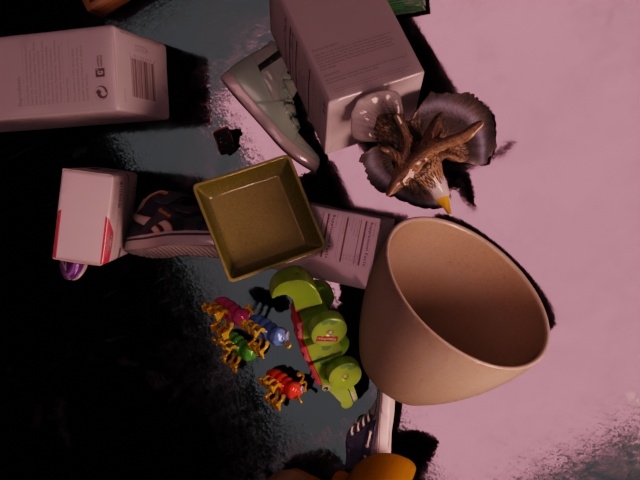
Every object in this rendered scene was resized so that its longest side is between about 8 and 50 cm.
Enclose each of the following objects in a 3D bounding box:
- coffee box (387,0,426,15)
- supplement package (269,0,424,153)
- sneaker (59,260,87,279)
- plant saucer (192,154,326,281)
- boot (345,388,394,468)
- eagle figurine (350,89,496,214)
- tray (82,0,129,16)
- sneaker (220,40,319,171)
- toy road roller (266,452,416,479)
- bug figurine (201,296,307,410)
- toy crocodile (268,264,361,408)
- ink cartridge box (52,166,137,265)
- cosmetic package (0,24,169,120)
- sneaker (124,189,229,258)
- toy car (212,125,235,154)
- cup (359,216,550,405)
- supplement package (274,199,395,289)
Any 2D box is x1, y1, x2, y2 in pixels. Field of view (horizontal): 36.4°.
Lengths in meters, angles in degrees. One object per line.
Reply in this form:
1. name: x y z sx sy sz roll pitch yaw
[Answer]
1. coffee box: 0.133 -0.514 1.814 0.113 0.040 0.184 -7 91 16
2. supplement package: 0.038 -0.337 1.715 0.177 0.175 0.293 -19 67 -10
3. sneaker: -0.521 -0.002 2.014 0.068 0.071 0.170 6 95 16
4. plant saucer: -0.110 -0.036 1.732 0.188 0.045 0.188 -19 80 -15
5. boot: 0.092 0.354 1.854 0.086 0.069 0.190 6 97 14
6. eagle figurine: 0.179 -0.146 1.682 0.226 0.298 0.225 6 101 13
7. tray: -0.459 -0.684 1.961 0.202 0.076 0.411 -28 86 15
8. sneaker: -0.054 -0.263 1.857 0.151 0.094 0.256 -41 93 -2
9. toy road roller: 0.042 0.493 1.789 0.329 0.202 0.241 22 109 11
10. bug figurine: -0.122 0.201 1.854 0.216 0.279 0.072 31 61 28
11. toy crocodile: -0.001 0.182 1.773 0.105 0.115 0.341 -20 132 -2
12. ink cartridge box: -0.434 -0.052 1.890 0.100 0.237 0.172 8 95 0
13. cosmetic package: -0.554 -0.310 1.928 0.453 0.230 0.162 -3 92 15
14. sneaker: -0.261 -0.034 1.863 0.321 0.126 0.128 0 76 43
15. toy car: -0.165 -0.226 1.928 0.122 0.060 0.040 -39 37 -2
16. cup: 0.197 0.156 1.714 0.331 0.331 0.237 44 127 10
17. supplement package: 0.000 0.000 1.827 0.244 0.139 0.134 12 95 16
